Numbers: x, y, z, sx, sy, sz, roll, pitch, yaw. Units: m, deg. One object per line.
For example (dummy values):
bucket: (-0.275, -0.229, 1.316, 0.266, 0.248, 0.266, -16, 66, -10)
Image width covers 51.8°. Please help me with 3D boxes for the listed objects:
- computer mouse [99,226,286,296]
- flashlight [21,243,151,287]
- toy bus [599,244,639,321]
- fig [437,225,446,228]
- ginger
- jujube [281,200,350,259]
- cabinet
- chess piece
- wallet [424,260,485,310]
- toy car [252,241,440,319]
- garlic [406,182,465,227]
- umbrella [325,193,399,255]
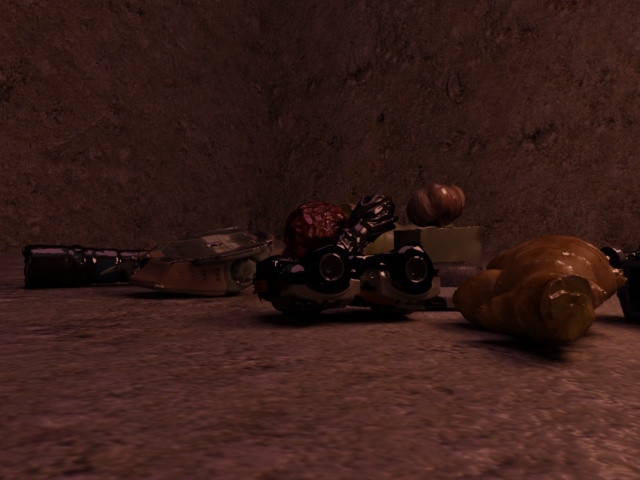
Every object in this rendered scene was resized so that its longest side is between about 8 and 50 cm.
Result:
computer mouse: (-0.254, 0.062, 1.376, 0.389, 0.115, 0.199, -12, 16, -20)
flashlight: (-0.460, 0.057, 1.529, 0.424, 0.103, 0.103, 0, 2, -31)
toy bus: (0.580, 0.075, 1.049, 0.125, 0.133, 0.292, -5, 7, -26)
fig: (0.346, 0.035, 1.872, 0.148, 0.202, 0.149, 14, -35, -3)
ginger: (0.299, 0.058, 0.953, 0.236, 0.166, 0.375, 13, 1, 31)
jujube: (0.000, 0.000, 1.714, 0.213, 0.213, 0.232, 1, 14, -2)
cabinet: (0.273, 0.044, 1.566, 0.145, 0.150, 0.206, -3, 2, -11)
chess piece: (0.256, 0.005, 2.231, 0.442, 0.234, 0.234, 6, -1, -26)
wallet: (0.237, 0.094, 1.321, 0.221, 0.071, 0.262, 2, 8, -12)
toy car: (0.036, 0.070, 1.082, 0.301, 0.118, 0.193, 0, -7, -26)
garlic: (0.283, -0.081, 1.611, 0.147, 0.102, 0.159, -16, -12, 5)
umbrella: (0.068, 0.004, 1.558, 0.118, 0.118, 0.340, 3, 37, 45)
